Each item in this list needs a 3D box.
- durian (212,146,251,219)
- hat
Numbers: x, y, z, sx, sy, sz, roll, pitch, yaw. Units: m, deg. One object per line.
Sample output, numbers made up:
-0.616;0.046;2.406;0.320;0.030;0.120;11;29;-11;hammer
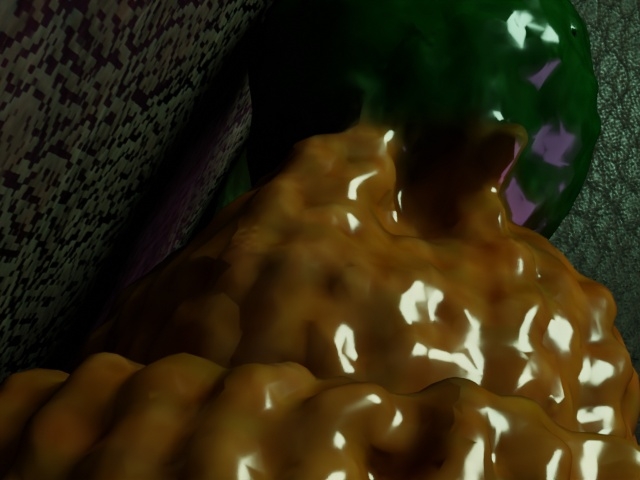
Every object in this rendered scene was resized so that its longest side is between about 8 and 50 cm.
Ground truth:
0.000;0.000;0.680;0.250;0.101;0.139;-60;176;-3;durian
-0.023;0.072;0.441;0.285;0.285;0.400;116;-22;-49;hat
